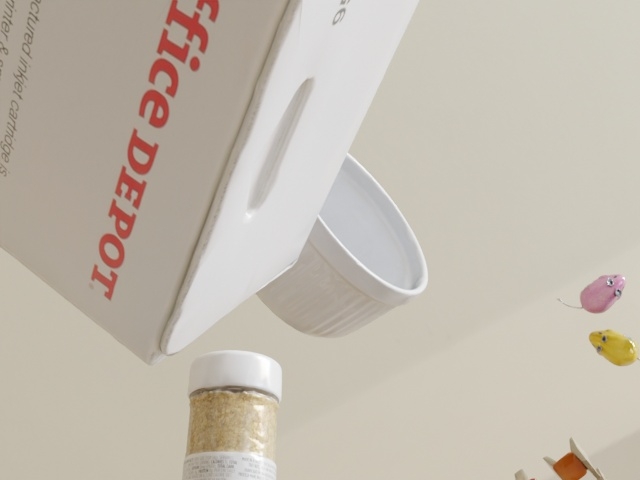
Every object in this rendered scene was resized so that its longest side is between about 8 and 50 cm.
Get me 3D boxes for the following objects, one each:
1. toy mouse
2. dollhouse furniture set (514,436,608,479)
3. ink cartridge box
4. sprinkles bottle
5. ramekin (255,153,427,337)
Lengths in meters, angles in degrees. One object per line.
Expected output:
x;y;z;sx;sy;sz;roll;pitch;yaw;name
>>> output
0.377;0.083;1.143;0.161;0.031;0.143;30;-75;10;toy mouse
0.393;0.505;1.537;0.262;0.135;0.259;-39;-80;5;dollhouse furniture set
-0.156;-0.165;0.546;0.395;0.166;0.285;36;-54;15;ink cartridge box
-0.114;0.318;1.143;0.121;0.356;0.121;1;-28;1;sprinkles bottle
0.000;0.000;0.931;0.109;0.207;0.207;-40;-67;22;ramekin
